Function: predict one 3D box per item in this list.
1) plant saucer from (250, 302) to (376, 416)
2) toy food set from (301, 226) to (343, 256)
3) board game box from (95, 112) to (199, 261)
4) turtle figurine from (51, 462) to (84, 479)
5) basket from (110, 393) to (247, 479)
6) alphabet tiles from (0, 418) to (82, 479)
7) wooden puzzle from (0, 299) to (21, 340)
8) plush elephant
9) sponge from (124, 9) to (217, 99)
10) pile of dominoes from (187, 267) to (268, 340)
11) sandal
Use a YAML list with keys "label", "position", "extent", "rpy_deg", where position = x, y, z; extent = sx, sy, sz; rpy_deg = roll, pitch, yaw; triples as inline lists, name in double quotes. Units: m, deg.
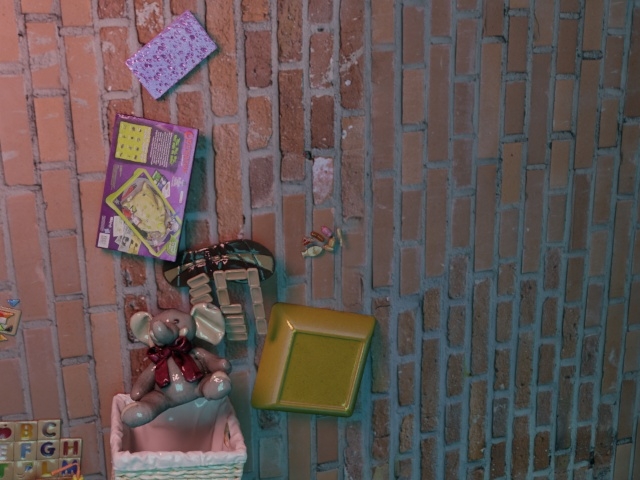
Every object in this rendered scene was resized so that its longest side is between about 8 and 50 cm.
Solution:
- label: "plant saucer"
  position: [-0.008, 0.370, 1.979]
  extent: [0.332, 0.081, 0.333]
  rpy_deg: [10, 100, -19]
- label: "toy food set"
  position: [0.000, 0.000, 1.929]
  extent: [0.122, 0.019, 0.078]
  rpy_deg: [-11, 105, -7]
- label: "board game box"
  position: [-0.441, -0.133, 1.723]
  extent: [0.208, 0.056, 0.347]
  rpy_deg: [12, 99, -3]
- label: "turtle figurine"
  position: [-0.738, 0.721, 1.816]
  extent: [0.269, 0.087, 0.218]
  rpy_deg: [-33, 118, -17]
- label: "basket"
  position: [-0.391, 0.587, 1.778]
  extent: [0.331, 0.328, 0.267]
  rpy_deg: [5, 103, -19]
- label: "alphabet tiles"
  position: [-0.801, 0.645, 1.829]
  extent: [0.284, 0.011, 0.343]
  rpy_deg: [3, 101, -18]
- label: "wooden puzzle"
  position: [-0.808, 0.205, 1.723]
  extent: [0.078, 0.014, 0.117]
  rpy_deg: [7, 100, -19]
- label: "plush elephant"
  position: [-0.374, 0.289, 1.748]
  extent: [0.271, 0.330, 0.256]
  rpy_deg: [-18, 91, 0]
- label: "sponge"
  position: [-0.374, -0.465, 1.695]
  extent: [0.210, 0.031, 0.117]
  rpy_deg: [-41, 111, -4]
- label: "pile of dominoes"
  position: [-0.248, 0.169, 1.827]
  extent: [0.195, 0.040, 0.251]
  rpy_deg: [-3, 126, 3]
- label: "sandal"
  position: [-0.272, 0.061, 1.826]
  extent: [0.302, 0.086, 0.120]
  rpy_deg: [-4, 87, 1]
